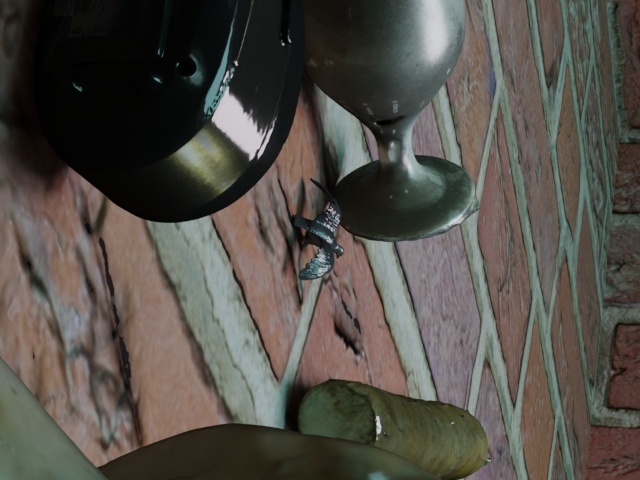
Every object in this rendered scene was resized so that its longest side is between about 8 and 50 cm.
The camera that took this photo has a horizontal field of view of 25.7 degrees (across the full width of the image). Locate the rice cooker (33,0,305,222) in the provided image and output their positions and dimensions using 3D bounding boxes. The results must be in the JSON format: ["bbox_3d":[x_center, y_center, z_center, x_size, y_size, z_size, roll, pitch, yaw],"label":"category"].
[{"bbox_3d":[-0.070,-0.093,0.661,0.106,0.112,0.165,34,57,-62],"label":"rice cooker"}]

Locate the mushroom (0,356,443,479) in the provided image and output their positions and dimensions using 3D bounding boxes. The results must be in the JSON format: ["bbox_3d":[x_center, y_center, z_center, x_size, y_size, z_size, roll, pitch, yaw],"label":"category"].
[{"bbox_3d":[-0.073,0.138,0.447,0.290,0.292,0.292,62,29,-24],"label":"mushroom"}]

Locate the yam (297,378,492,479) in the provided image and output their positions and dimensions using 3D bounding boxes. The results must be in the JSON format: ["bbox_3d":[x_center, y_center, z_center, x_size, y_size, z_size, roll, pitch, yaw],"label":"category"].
[{"bbox_3d":[0.065,0.160,1.153,0.371,0.083,0.083,28,64,-67],"label":"yam"}]

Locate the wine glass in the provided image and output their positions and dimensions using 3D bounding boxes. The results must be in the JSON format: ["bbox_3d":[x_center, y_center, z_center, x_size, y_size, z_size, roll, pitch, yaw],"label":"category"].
[{"bbox_3d":[0.047,-0.124,1.014,0.126,0.126,0.241,-66,153,-51],"label":"wine glass"}]

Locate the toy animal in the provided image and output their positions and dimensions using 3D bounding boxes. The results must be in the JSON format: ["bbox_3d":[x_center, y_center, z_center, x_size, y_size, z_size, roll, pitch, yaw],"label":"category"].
[{"bbox_3d":[-0.001,0.000,1.020,0.050,0.028,0.084,61,31,-56],"label":"toy animal"}]
